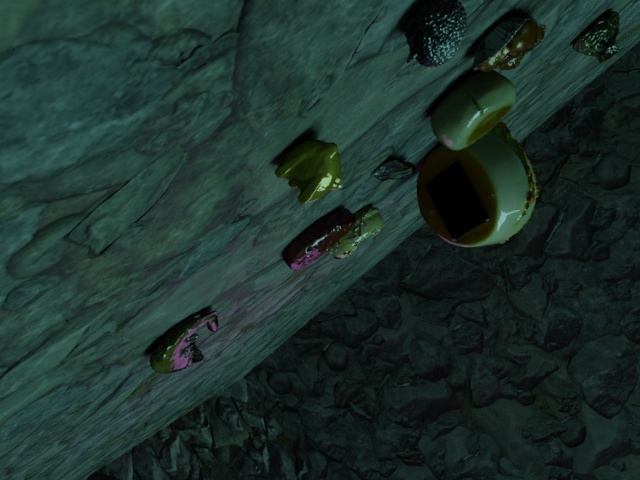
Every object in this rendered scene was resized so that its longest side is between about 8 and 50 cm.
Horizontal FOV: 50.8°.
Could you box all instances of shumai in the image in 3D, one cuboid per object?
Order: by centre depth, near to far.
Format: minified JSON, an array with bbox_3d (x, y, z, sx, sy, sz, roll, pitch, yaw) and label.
[{"bbox_3d":[0.668,-0.473,1.589,0.124,0.087,0.099,-42,169,14],"label":"shumai"}]

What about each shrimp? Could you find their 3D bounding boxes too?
[{"bbox_3d":[-0.267,0.204,1.382,0.173,0.058,0.253,-47,169,2],"label":"shrimp"}]

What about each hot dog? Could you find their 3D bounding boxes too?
[{"bbox_3d":[0.300,-0.305,1.058,0.108,0.059,0.191,-39,175,33],"label":"hot dog"}]

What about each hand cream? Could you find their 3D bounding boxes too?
[{"bbox_3d":[0.155,-0.143,1.366,0.062,0.039,0.163,-25,175,24],"label":"hand cream"}]

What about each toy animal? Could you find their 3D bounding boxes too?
[{"bbox_3d":[0.002,-0.095,0.894,0.083,0.070,0.159,-42,176,11],"label":"toy animal"}]

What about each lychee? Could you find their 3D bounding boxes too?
[{"bbox_3d":[0.123,-0.224,0.730,0.083,0.068,0.067,-45,-149,16],"label":"lychee"}]

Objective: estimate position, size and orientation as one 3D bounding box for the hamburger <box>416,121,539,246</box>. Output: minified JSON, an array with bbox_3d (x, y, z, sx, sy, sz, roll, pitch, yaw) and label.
[{"bbox_3d":[0.368,-0.120,1.571,0.179,0.276,0.294,-17,164,-38],"label":"hamburger"}]

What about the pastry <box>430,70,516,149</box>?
[{"bbox_3d":[0.265,-0.231,1.180,0.156,0.092,0.156,-41,171,-8],"label":"pastry"}]

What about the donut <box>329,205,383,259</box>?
[{"bbox_3d":[0.093,-0.024,1.612,0.166,0.065,0.108,-34,170,-29],"label":"donut"}]

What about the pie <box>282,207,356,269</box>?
[{"bbox_3d":[0.000,0.000,1.417,0.182,0.049,0.182,-36,169,-8],"label":"pie"}]
